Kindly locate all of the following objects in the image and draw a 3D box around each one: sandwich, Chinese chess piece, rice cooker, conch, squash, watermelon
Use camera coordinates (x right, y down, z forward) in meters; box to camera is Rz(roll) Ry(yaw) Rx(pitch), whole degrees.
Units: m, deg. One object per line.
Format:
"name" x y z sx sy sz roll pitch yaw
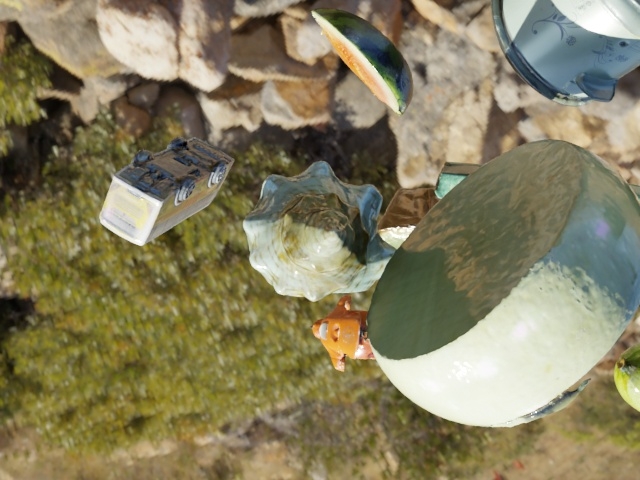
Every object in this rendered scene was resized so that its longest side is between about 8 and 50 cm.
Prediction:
"sandwich" 0.247 -0.054 1.933 0.244 0.212 0.063 1 121 21
"Chinese chess piece" 0.214 0.048 1.148 0.146 0.349 0.349 42 103 -18
"rice cooker" 0.428 -0.369 1.613 0.264 0.317 0.317 -4 131 -37
"conch" 0.008 -0.011 1.292 0.203 0.386 0.170 35 99 -2
"squash" 0.493 0.199 1.441 0.186 0.123 0.123 23 114 -39
"watermelon" 0.080 -0.299 1.694 0.245 0.119 0.063 45 68 -24

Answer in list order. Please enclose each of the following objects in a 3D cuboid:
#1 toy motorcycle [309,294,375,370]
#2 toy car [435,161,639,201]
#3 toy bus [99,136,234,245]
"toy motorcycle" 0.136 0.189 1.966 0.325 0.221 0.148 6 88 4
"toy car" 0.334 -0.077 1.493 0.320 0.141 0.097 8 103 8
"toy bus" -0.210 -0.075 1.411 0.106 0.092 0.268 -62 174 21
